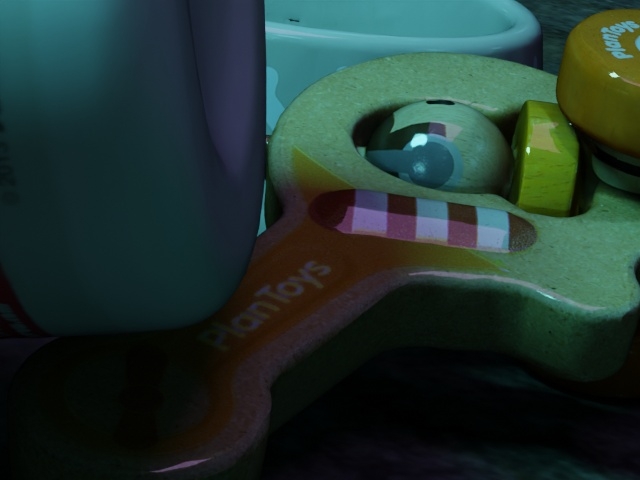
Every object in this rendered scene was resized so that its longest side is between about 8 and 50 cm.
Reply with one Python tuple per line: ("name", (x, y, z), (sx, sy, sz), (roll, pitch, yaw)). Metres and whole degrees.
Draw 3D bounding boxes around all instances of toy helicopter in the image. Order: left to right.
("toy helicopter", (0.000, 0.000, 0.717), (0.235, 0.140, 0.355), (25, 34, 22))

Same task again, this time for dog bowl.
("dog bowl", (-0.040, -0.098, 1.038), (0.348, 0.102, 0.349), (10, 17, -3))

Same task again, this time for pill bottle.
("pill bottle", (-0.230, -0.078, 0.590), (0.407, 0.229, 0.229), (-2, 16, 6))
